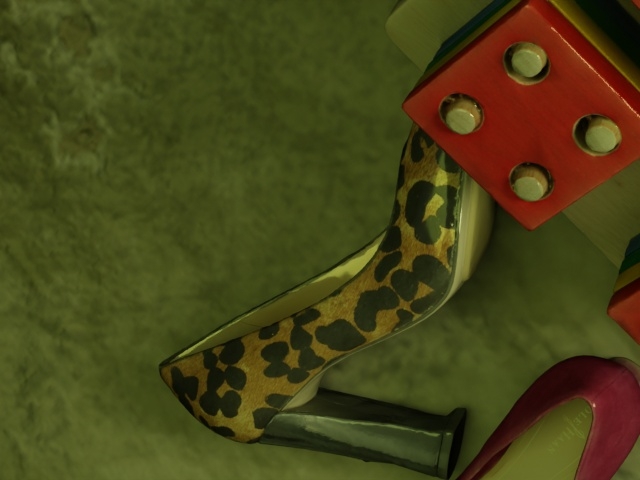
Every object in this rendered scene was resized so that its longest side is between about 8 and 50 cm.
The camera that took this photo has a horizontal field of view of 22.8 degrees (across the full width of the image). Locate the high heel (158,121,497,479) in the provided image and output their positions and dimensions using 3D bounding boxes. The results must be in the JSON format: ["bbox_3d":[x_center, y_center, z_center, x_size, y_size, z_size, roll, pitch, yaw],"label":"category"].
[{"bbox_3d":[0.000,0.000,0.896,0.186,0.093,0.261,10,104,16],"label":"high heel"}]

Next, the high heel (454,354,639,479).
[{"bbox_3d":[0.091,0.162,0.852,0.082,0.117,0.244,45,106,15],"label":"high heel"}]

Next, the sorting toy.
[{"bbox_3d":[0.190,-0.067,0.724,0.257,0.089,0.255,44,131,-11],"label":"sorting toy"}]
